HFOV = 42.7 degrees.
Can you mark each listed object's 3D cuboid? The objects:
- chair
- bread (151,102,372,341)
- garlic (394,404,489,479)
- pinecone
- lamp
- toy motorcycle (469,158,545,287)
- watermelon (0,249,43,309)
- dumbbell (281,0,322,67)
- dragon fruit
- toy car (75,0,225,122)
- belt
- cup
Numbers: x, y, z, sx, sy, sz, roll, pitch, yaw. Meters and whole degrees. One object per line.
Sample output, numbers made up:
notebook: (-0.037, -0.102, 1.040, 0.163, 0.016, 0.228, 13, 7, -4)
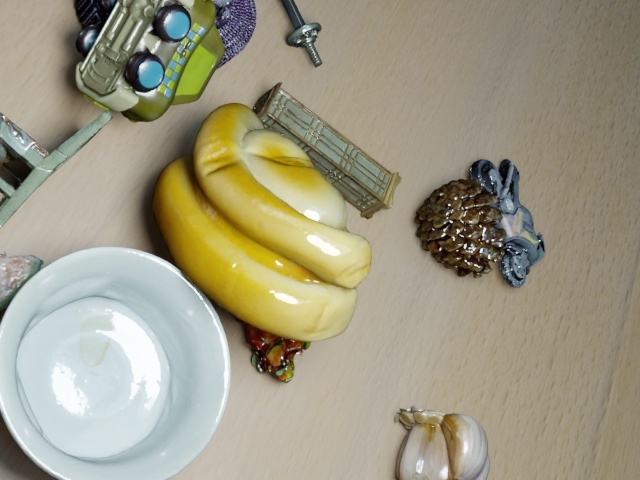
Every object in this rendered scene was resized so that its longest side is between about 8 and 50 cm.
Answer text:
chair: (-0.469, -0.137, 1.241, 0.147, 0.136, 0.270, 44, 56, -17)
bread: (-0.078, -0.027, 1.338, 0.329, 0.245, 0.424, 28, 17, -50)
garlic: (0.186, 0.396, 1.509, 0.256, 0.207, 0.207, -3, 76, -37)
pinecone: (0.301, -0.026, 1.719, 0.184, 0.179, 0.204, -47, 113, 3)
lamp: (0.008, -0.172, 1.619, 0.325, 0.089, 0.090, 34, 58, -21)
toy motorcycle: (0.427, -0.043, 1.867, 0.173, 0.108, 0.307, -3, 75, -45)
watermelon: (-0.511, 0.054, 1.196, 0.187, 0.071, 0.139, -33, 88, -29)
dumbbell: (-0.058, -0.473, 1.678, 0.081, 0.081, 0.254, -26, 90, -38)
dragon fruit: (-0.085, 0.163, 1.433, 0.138, 0.142, 0.175, 2, 96, 1)
toy car: (-0.258, -0.305, 1.341, 0.198, 0.204, 0.248, 28, 94, -50)
belt: (-0.272, -0.434, 1.491, 0.324, 0.122, 0.260, 10, 74, -31)
cup: (-0.322, 0.195, 1.216, 0.347, 0.163, 0.347, 11, 69, -31)
